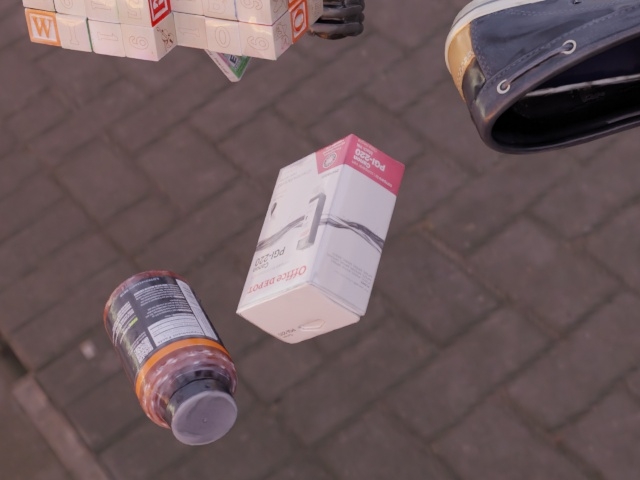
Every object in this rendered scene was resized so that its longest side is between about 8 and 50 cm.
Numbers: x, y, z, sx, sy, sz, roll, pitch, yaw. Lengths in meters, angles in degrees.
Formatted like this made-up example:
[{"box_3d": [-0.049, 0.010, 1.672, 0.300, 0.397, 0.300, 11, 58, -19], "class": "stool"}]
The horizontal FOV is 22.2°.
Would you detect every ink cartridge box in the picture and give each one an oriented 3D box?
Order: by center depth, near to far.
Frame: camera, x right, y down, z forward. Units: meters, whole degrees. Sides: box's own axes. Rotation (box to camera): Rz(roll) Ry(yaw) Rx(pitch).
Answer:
[{"box_3d": [0.000, 0.000, 1.975, 0.158, 0.092, 0.217, -24, 44, 49], "class": "ink cartridge box"}]

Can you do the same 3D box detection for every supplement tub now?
[{"box_3d": [-0.150, 0.124, 1.687, 0.106, 0.106, 0.198, -29, 42, -4], "class": "supplement tub"}]

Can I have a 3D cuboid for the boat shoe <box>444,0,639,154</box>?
[{"box_3d": [0.368, -0.187, 1.560, 0.500, 0.187, 0.156, -11, 53, 12], "class": "boat shoe"}]

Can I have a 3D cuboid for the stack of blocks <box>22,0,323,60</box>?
[{"box_3d": [-0.167, -0.279, 1.847, 0.297, 0.087, 0.171, 11, 37, 22], "class": "stack of blocks"}]

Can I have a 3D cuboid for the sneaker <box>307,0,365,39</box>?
[{"box_3d": [0.021, -0.356, 2.233, 0.105, 0.296, 0.146, 3, 86, 5], "class": "sneaker"}]

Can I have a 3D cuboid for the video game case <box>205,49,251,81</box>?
[{"box_3d": [-0.138, -0.378, 2.428, 0.023, 0.193, 0.212, -3, 50, 40], "class": "video game case"}]
